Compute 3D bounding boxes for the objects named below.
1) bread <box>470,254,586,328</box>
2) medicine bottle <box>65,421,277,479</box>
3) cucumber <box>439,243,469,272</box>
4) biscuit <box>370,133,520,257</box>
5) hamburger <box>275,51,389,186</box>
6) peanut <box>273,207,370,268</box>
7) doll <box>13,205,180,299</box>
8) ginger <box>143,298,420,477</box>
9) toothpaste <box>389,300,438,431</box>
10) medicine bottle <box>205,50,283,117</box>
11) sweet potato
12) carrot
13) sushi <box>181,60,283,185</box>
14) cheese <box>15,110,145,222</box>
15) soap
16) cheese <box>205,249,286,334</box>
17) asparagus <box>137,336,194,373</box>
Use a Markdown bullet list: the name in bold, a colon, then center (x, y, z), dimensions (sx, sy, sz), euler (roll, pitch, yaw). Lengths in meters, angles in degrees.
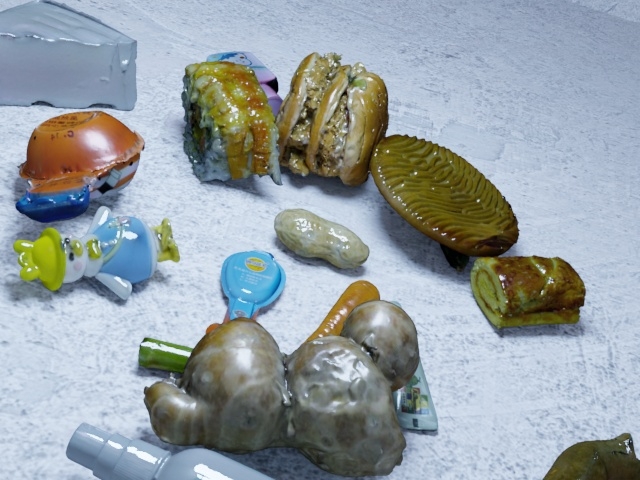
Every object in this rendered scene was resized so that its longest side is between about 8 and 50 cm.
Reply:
- **bread**: center (0.362, 0.084, 1.542), dimensions (0.172, 0.103, 0.132), euler (0, 35, -21)
- **medicine bottle**: center (-0.126, 0.302, 1.014), dimensions (0.352, 0.110, 0.110), euler (23, 35, 7)
- **cucumber**: center (0.242, -0.044, 1.696), dimensions (0.068, 0.067, 0.293), euler (11, 36, -10)
- **biscuit**: center (0.235, -0.089, 1.651), dimensions (0.318, 0.040, 0.318), euler (23, 34, -16)
- **hamburger**: center (0.024, -0.237, 1.726), dimensions (0.211, 0.245, 0.260), euler (20, 7, 7)
- **peanut**: center (0.000, 0.000, 1.520), dimensions (0.175, 0.080, 0.080), euler (22, 35, 1)
- **doll**: center (-0.333, 0.021, 1.321), dimensions (0.241, 0.135, 0.099), euler (-7, 10, -34)
- **ginger**: center (-0.040, 0.194, 1.153), dimensions (0.375, 0.176, 0.256), euler (-2, 48, -11)
- **toothpaste**: center (0.130, 0.186, 1.359), dimensions (0.067, 0.037, 0.255), euler (9, 39, -13)
- **medicine bottle**: center (-0.155, -0.315, 1.862), dimensions (0.119, 0.094, 0.188), euler (-13, 45, -34)
- **sweet potato**: center (0.355, 0.345, 1.197), dimensions (0.112, 0.085, 0.286), euler (38, 39, 19)
- **carrot**: center (0.023, 0.131, 1.366), dimensions (0.061, 0.061, 0.257), euler (30, 39, 17)
- **sushi**: center (-0.171, -0.210, 1.641), dimensions (0.139, 0.184, 0.274), euler (-6, 46, -24)
- **cheese**: center (-0.393, -0.119, 1.419), dimensions (0.217, 0.129, 0.329), euler (-10, 26, 3)
- **soap**: center (-0.516, -0.318, 1.657), dimensions (0.258, 0.159, 0.302), euler (29, 37, 11)
- **cheese**: center (-0.116, 0.089, 1.379), dimensions (0.106, 0.037, 0.256), euler (16, 36, -2)
- **asparagus**: center (-0.166, 0.172, 1.238), dimensions (0.178, 0.041, 0.045), euler (13, -10, -9)
